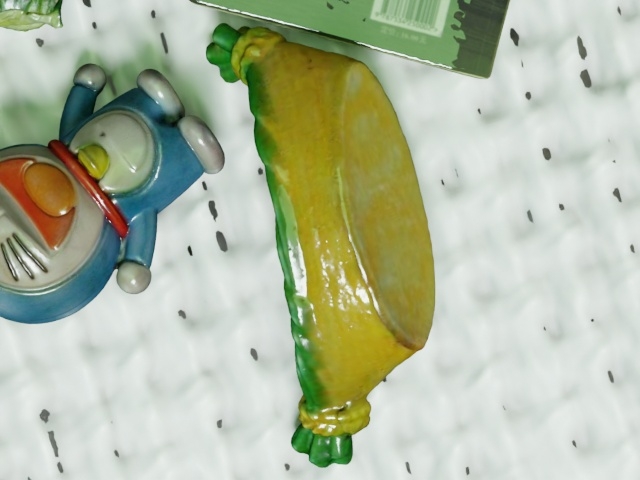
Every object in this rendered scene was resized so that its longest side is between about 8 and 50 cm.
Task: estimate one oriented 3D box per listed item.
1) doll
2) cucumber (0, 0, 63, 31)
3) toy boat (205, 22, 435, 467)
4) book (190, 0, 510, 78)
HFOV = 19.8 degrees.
[{"bbox_3d":[-0.122,-0.017,0.886,0.152,0.085,0.114,-36,72,-9],"label":"doll"},{"bbox_3d":[-0.135,-0.194,0.885,0.058,0.058,0.187,10,95,-3],"label":"cucumber"},{"bbox_3d":[0.000,0.000,0.899,0.088,0.089,0.230,-10,95,36],"label":"toy boat"},{"bbox_3d":[0.037,-0.209,0.906,0.160,0.024,0.228,14,93,-5],"label":"book"}]
